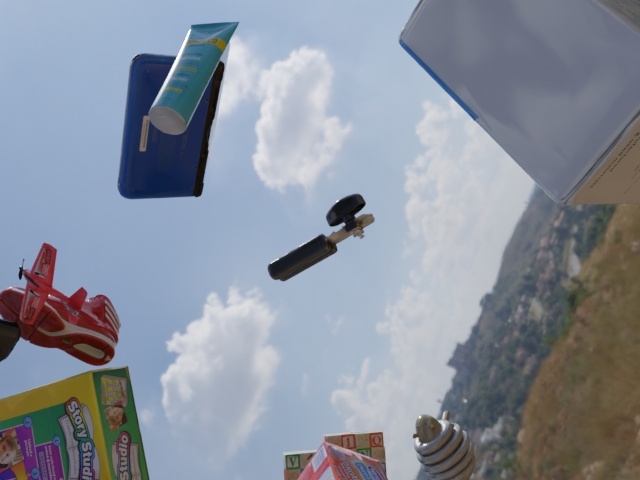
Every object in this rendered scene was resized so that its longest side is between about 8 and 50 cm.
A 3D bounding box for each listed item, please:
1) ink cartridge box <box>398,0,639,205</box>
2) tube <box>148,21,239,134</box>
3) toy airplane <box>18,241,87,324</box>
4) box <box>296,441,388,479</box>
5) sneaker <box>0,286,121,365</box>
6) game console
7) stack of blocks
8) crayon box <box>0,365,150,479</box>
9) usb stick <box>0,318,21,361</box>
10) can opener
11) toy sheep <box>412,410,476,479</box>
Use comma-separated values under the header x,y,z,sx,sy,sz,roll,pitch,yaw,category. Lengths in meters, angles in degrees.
x,y,z,sx,sy,sz,roll,pitch,yaw,category
0.260,-0.150,0.612,0.307,0.223,0.129,-3,-44,-42,ink cartridge box
-0.179,-0.240,0.946,0.052,0.080,0.207,76,-156,-52,tube
-0.428,0.079,1.072,0.028,0.151,0.151,-18,-53,-64,toy airplane
0.004,0.557,1.270,0.300,0.142,0.154,-58,23,14,box
-0.466,0.134,1.221,0.087,0.221,0.128,-45,20,19,sneaker
-0.289,-0.249,1.346,0.250,0.173,0.293,-5,-55,-32,game console
0.040,0.662,1.985,0.087,0.297,0.171,118,148,-75,stack of blocks
-0.451,0.434,1.165,0.106,0.313,0.363,13,-120,-67,crayon box
-0.568,0.124,0.975,0.077,0.045,0.278,-51,-36,5,usb stick
0.000,0.000,1.524,0.280,0.093,0.074,-34,-22,17,can opener
0.181,0.304,0.963,0.091,0.132,0.091,-40,3,2,toy sheep
